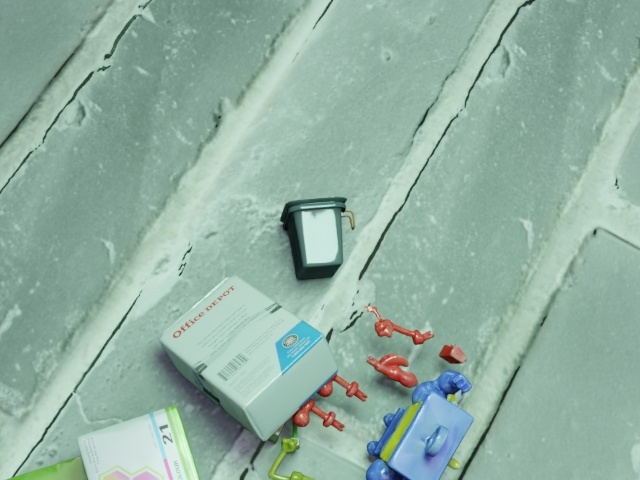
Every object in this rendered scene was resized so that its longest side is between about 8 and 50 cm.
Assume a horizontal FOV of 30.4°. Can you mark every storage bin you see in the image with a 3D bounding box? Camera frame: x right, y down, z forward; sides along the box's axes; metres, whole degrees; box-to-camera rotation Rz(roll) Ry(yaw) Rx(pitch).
[{"bbox_3d":[0.000,0.000,1.618,0.098,0.135,0.091,-5,79,-8],"label":"storage bin"}]

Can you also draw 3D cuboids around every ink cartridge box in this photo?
[{"bbox_3d":[-0.094,0.147,1.524,0.139,0.082,0.190,-41,44,-19],"label":"ink cartridge box"},{"bbox_3d":[-0.273,0.340,1.462,0.255,0.097,0.189,-17,70,-13],"label":"ink cartridge box"}]

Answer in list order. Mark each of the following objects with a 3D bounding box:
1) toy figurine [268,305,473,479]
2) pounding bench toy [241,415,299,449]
[{"bbox_3d":[0.078,0.254,1.443,0.191,0.217,0.363,38,74,-10],"label":"toy figurine"},{"bbox_3d":[-0.052,0.231,1.553,0.083,0.052,0.065,27,67,5],"label":"pounding bench toy"}]
